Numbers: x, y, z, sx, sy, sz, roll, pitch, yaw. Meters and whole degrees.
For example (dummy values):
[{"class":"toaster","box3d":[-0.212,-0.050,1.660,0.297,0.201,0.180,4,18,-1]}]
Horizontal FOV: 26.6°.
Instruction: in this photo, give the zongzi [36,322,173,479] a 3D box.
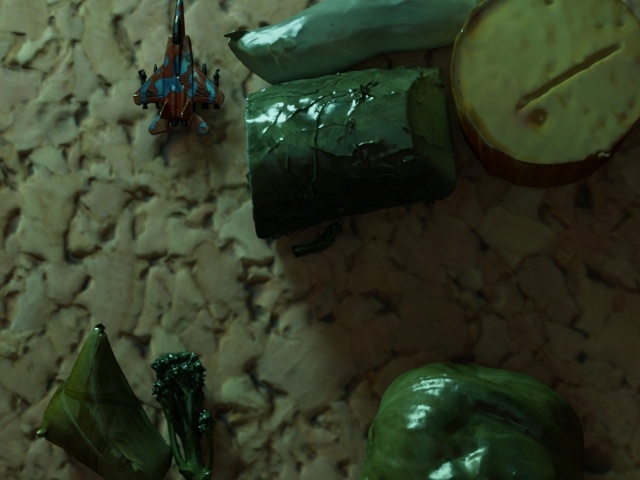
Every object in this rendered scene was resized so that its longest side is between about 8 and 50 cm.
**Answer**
[{"class":"zongzi","box3d":[-0.267,0.227,1.801,0.194,0.099,0.197,35,120,9]}]

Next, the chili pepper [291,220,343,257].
[{"class":"chili pepper","box3d":[0.000,0.000,1.824,0.083,0.022,0.027,-31,83,12]}]

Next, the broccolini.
[{"class":"broccolini","box3d":[-0.135,0.334,1.811,0.079,0.074,0.392,-20,88,-34]}]

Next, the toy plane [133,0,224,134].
[{"class":"toy plane","box3d":[-0.192,-0.239,1.855,0.130,0.061,0.189,1,83,12]}]

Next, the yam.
[{"class":"yam","box3d":[0.036,-0.117,1.744,0.271,0.201,0.202,-8,87,4]}]

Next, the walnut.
[{"class":"walnut","box3d":[0.182,0.283,1.645,0.277,0.282,0.253,12,97,12]}]

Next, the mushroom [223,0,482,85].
[{"class":"mushroom","box3d":[0.051,-0.278,1.791,0.352,0.097,0.109,-13,68,7]}]

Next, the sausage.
[{"class":"sausage","box3d":[0.276,-0.186,1.647,0.233,0.287,0.233,0,86,6]}]
